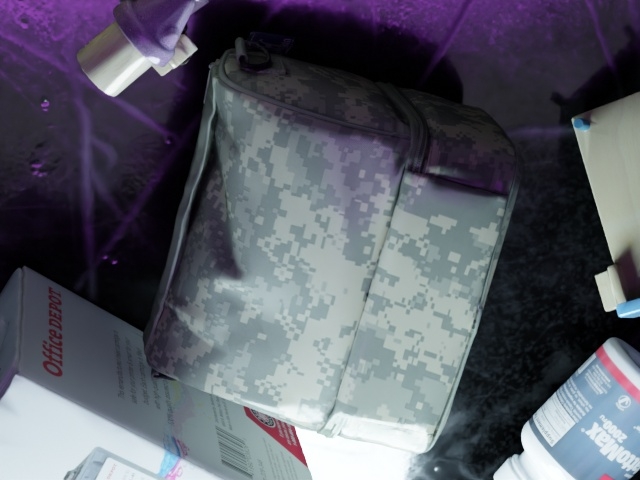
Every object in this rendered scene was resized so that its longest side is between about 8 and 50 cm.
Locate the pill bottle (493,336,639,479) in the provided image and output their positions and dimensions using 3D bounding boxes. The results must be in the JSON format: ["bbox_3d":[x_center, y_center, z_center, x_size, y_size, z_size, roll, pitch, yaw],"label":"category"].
[{"bbox_3d":[0.256,0.191,1.563,0.108,0.108,0.180,37,103,-21],"label":"pill bottle"}]

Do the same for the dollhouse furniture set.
[{"bbox_3d":[0.372,-0.101,1.475,0.303,0.198,0.286,-22,77,27],"label":"dollhouse furniture set"}]

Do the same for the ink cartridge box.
[{"bbox_3d":[-0.163,0.179,1.426,0.306,0.226,0.131,30,104,-18],"label":"ink cartridge box"}]

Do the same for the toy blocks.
[{"bbox_3d":[-0.126,-0.301,1.192,0.260,0.288,0.309,-39,110,14],"label":"toy blocks"}]

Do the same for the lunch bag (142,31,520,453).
[{"bbox_3d":[0.000,0.000,1.382,0.256,0.212,0.305,12,110,-14],"label":"lunch bag"}]
